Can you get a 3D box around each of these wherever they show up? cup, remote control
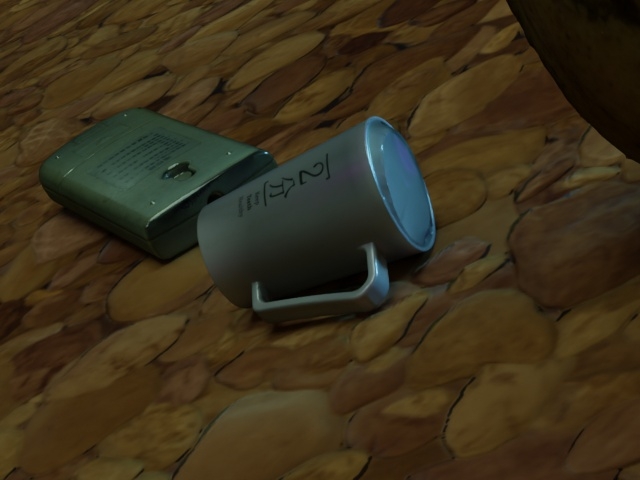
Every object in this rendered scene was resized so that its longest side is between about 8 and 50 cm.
[{"bbox_3d":[0.000,0.000,0.901,0.116,0.074,0.104,-23,50,21],"label":"cup"},{"bbox_3d":[-0.114,-0.043,1.157,0.098,0.038,0.233,-35,24,-17],"label":"remote control"}]

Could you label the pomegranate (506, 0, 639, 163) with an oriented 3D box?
[{"bbox_3d":[0.207,-0.148,0.715,0.281,0.281,0.281,-23,22,10],"label":"pomegranate"}]
